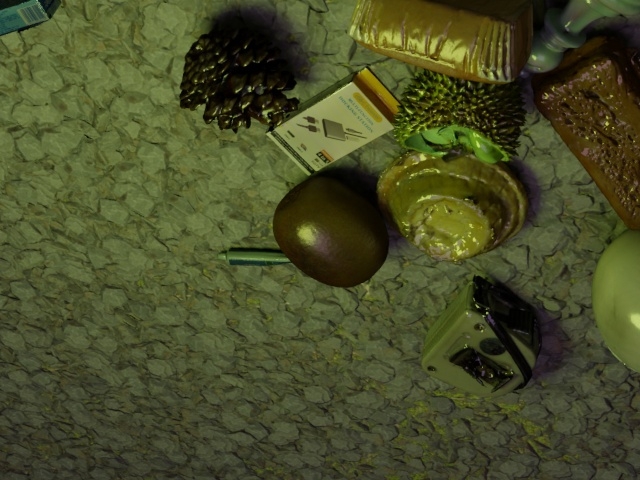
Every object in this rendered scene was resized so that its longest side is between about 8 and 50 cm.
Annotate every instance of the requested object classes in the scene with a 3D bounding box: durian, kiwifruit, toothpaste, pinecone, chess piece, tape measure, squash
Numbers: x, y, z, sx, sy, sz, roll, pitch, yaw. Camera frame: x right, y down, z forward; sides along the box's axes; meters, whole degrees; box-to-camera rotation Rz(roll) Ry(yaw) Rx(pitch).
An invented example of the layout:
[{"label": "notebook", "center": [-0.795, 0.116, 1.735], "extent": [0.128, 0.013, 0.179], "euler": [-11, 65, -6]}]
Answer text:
[{"label": "durian", "center": [0.238, -0.217, 1.834], "extent": [0.200, 0.177, 0.237], "euler": [35, 159, -30]}, {"label": "kiwifruit", "center": [0.025, -0.011, 2.111], "extent": [0.196, 0.196, 0.234], "euler": [-28, 124, 36]}, {"label": "toothpaste", "center": [-0.126, 0.037, 2.311], "extent": [0.197, 0.035, 0.057], "euler": [2, 172, 15]}, {"label": "toothpaste", "center": [-0.602, -0.401, 1.991], "extent": [0.272, 0.066, 0.053], "euler": [-11, 130, 25]}, {"label": "pinecone", "center": [-0.142, -0.274, 1.917], "extent": [0.184, 0.179, 0.204], "euler": [5, 157, 43]}, {"label": "chess piece", "center": [0.394, -0.345, 1.715], "extent": [0.139, 0.139, 0.272], "euler": [29, 136, -13]}, {"label": "tape measure", "center": [0.360, 0.217, 2.287], "extent": [0.231, 0.133, 0.271], "euler": [24, 133, -7]}, {"label": "squash", "center": [0.354, -0.368, 1.780], "extent": [0.027, 0.027, 0.083], "euler": [-5, 132, 20]}]

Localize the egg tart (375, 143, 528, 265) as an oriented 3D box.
[{"label": "egg tart", "center": [0.243, -0.059, 2.059], "extent": [0.290, 0.115, 0.290], "euler": [7, 133, 8]}]

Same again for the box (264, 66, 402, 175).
[{"label": "box", "center": [0.026, -0.216, 2.020], "extent": [0.247, 0.033, 0.129], "euler": [-27, 121, 35]}]

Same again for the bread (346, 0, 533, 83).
[{"label": "bread", "center": [0.193, -0.343, 1.727], "extent": [0.288, 0.152, 0.119], "euler": [19, 129, 22]}]

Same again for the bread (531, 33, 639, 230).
[{"label": "bread", "center": [0.521, -0.181, 1.865], "extent": [0.185, 0.109, 0.380], "euler": [-28, 123, 26]}]

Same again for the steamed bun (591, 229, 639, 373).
[{"label": "steamed bun", "center": [0.648, 0.098, 1.952], "extent": [0.324, 0.324, 0.206], "euler": [8, 131, 8]}]
